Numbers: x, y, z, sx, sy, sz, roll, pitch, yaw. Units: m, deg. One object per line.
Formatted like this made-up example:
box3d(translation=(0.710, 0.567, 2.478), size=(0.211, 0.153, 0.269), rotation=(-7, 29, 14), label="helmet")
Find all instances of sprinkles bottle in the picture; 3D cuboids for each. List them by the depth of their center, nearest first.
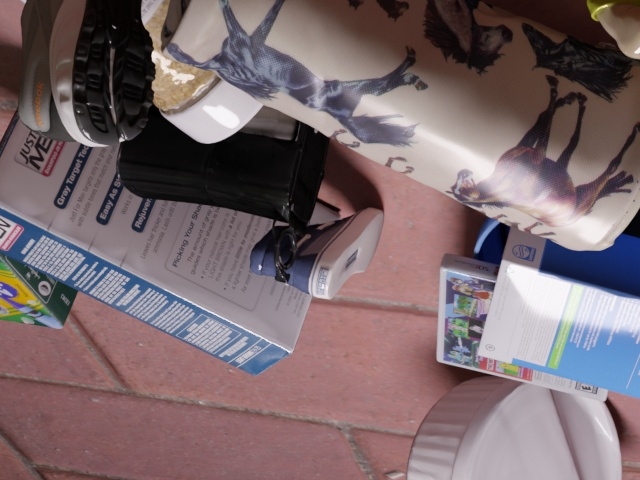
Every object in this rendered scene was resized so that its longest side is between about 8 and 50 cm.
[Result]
box3d(translation=(-0.190, -0.227, 1.290), size=(0.355, 0.121, 0.121), rotation=(38, 145, -30), label="sprinkles bottle")

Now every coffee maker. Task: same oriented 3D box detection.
box3d(translation=(-0.097, -0.069, 1.447), size=(0.178, 0.171, 0.120), rotation=(9, 146, 16), label="coffee maker")

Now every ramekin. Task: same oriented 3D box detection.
box3d(translation=(0.216, 0.277, 1.772), size=(0.127, 0.273, 0.273), rotation=(2, 149, 50), label="ramekin")

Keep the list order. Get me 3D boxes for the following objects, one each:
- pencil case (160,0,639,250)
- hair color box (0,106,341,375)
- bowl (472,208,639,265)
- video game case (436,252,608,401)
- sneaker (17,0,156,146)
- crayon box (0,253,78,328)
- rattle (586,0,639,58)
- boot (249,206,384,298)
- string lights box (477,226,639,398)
box3d(translation=(0.072, -0.148, 1.218), size=(0.410, 0.184, 0.160), rotation=(25, 144, -6), label="pencil case")
box3d(translation=(-0.170, -0.018, 1.574), size=(0.347, 0.174, 0.105), rotation=(28, 151, -15), label="hair color box")
box3d(translation=(0.343, 0.032, 1.462), size=(0.391, 0.077, 0.391), rotation=(15, 150, 9), label="bowl")
box3d(translation=(0.207, 0.089, 1.536), size=(0.183, 0.023, 0.201), rotation=(13, 151, 10), label="video game case")
box3d(translation=(-0.179, -0.204, 1.176), size=(0.108, 0.272, 0.100), rotation=(-1, 165, 40), label="sneaker")
box3d(translation=(-0.477, 0.009, 1.873), size=(0.322, 0.083, 0.203), rotation=(7, 152, 23), label="crayon box")
box3d(translation=(0.285, -0.220, 1.085), size=(0.142, 0.130, 0.200), rotation=(15, 125, -15), label="rattle")
box3d(translation=(0.000, 0.000, 1.534), size=(0.086, 0.190, 0.069), rotation=(17, 108, 15), label="boot")
box3d(translation=(0.283, 0.071, 1.378), size=(0.259, 0.077, 0.133), rotation=(15, 136, 6), label="string lights box")
